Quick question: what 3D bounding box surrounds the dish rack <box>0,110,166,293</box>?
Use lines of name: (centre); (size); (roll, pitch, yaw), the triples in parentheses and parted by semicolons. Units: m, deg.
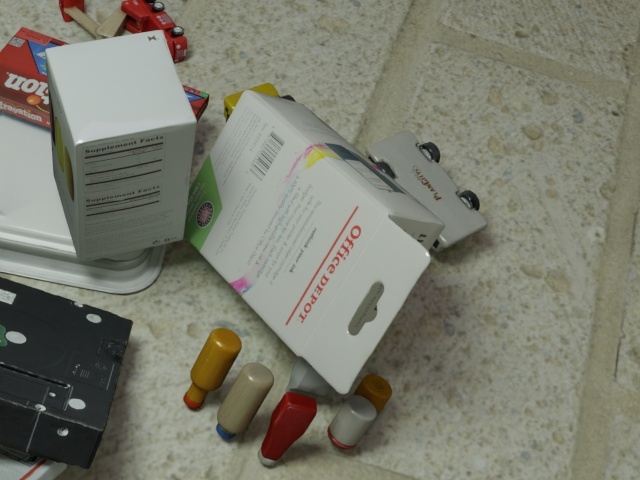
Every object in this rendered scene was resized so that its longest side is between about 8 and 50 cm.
dish rack: (-0.326, -0.094, 1.481); (0.285, 0.072, 0.333); (11, 47, -3)

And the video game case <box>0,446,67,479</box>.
video game case: (-0.421, 0.262, 1.108); (0.204, 0.025, 0.285); (18, 35, 26)

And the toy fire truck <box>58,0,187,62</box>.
toy fire truck: (-0.301, -0.330, 1.706); (0.135, 0.047, 0.192); (-21, 58, -28)

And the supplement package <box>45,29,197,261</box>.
supplement package: (-0.231, -0.104, 1.292); (0.134, 0.244, 0.139); (-13, 62, -18)

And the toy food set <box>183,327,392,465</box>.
toy food set: (-0.036, 0.193, 1.302); (0.232, 0.104, 0.111); (17, 31, -22)

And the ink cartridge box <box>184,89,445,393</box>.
ink cartridge box: (0.000, 0.000, 1.336); (0.119, 0.207, 0.353); (9, 28, -50)

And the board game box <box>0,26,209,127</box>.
board game box: (-0.306, -0.193, 1.508); (0.281, 0.027, 0.145); (20, 48, 4)

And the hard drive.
hard drive: (-0.383, 0.111, 1.203); (0.339, 0.064, 0.237); (20, 22, -11)

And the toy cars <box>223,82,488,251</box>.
toy cars: (0.039, -0.088, 1.556); (0.393, 0.087, 0.176); (19, 53, -1)
